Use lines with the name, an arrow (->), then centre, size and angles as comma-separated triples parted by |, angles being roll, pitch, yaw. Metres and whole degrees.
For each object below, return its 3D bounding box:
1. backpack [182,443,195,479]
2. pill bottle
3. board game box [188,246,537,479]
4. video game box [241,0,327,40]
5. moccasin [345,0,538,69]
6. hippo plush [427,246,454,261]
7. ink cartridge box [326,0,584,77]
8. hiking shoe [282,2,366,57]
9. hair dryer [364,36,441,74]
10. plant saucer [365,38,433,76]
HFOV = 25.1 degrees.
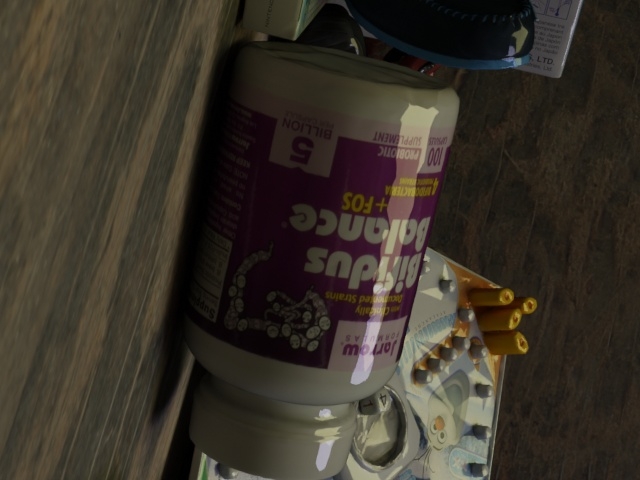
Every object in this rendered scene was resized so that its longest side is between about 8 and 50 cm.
backpack -> -0.080, 0.243, 1.347 | 0.101, 0.098, 0.120 | -77, 177, -60
pill bottle -> -0.009, 0.016, 1.065 | 0.169, 0.169, 0.302 | -61, 163, -75
board game box -> 0.054, 0.172, 1.326 | 0.390, 0.050, 0.390 | 27, 65, -42
video game box -> -0.005, -0.260, 1.071 | 0.205, 0.048, 0.187 | -66, 167, -70
moccasin -> 0.070, -0.246, 1.186 | 0.342, 0.137, 0.117 | -129, -138, -51
hippo plush -> 0.028, 0.144, 1.567 | 0.234, 0.236, 0.294 | 117, -22, -81
ink cartridge box -> 0.169, -0.389, 1.451 | 0.151, 0.270, 0.395 | -74, 176, -53
hiking shoe -> -0.004, -0.167, 1.280 | 0.227, 0.086, 0.114 | 109, -18, -73
hair dryer -> 0.090, -0.196, 1.612 | 0.080, 0.223, 0.294 | 46, 35, -35
plant saucer -> 0.073, -0.160, 1.857 | 0.332, 0.084, 0.332 | -174, -90, -83
